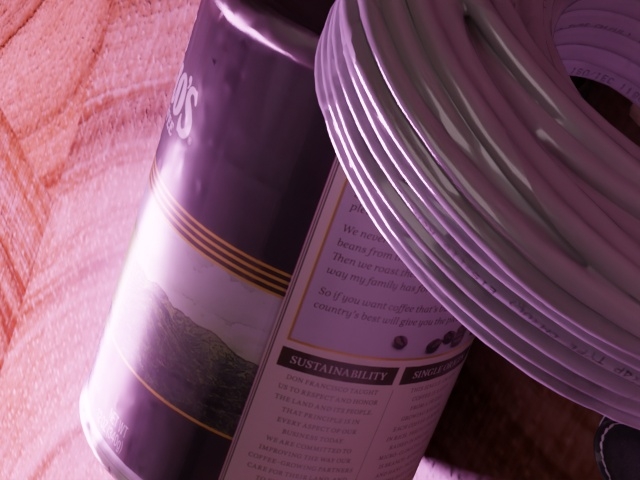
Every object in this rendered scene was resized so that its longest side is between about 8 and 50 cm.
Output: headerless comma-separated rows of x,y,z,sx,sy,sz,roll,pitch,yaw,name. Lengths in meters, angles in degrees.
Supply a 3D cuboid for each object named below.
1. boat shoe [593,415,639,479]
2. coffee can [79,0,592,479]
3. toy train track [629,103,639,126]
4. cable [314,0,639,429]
0.177,0.154,0.602,0.228,0.076,0.080,59,134,38,boat shoe
0.000,0.000,0.756,0.201,0.201,0.275,48,127,45,coffee can
0.172,-0.090,0.675,0.083,0.014,0.048,-61,42,34,toy train track
0.121,-0.045,0.533,0.089,0.257,0.257,127,157,-45,cable
